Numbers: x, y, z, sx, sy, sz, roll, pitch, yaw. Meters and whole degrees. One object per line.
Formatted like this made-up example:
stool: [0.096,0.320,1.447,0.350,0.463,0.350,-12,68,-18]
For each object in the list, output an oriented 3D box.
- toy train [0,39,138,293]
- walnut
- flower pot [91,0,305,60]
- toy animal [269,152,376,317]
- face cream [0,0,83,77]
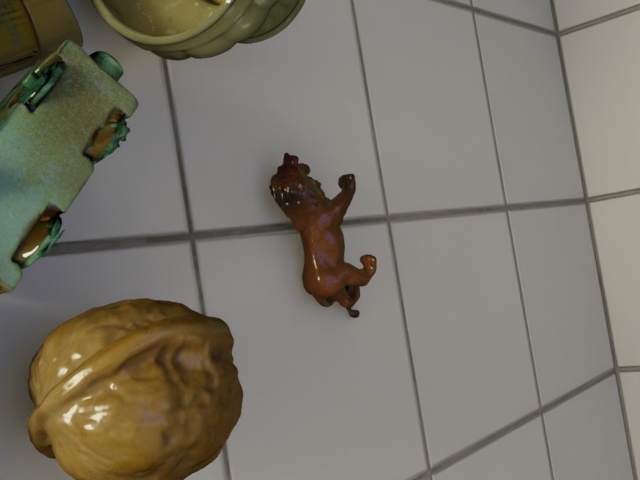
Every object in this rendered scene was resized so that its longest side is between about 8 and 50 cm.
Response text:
toy train: [-0.336,-0.086,0.890,0.129,0.159,0.326,43,56,-31]
walnut: [-0.217,0.179,0.915,0.257,0.257,0.224,-6,53,-49]
flower pot: [-0.152,-0.400,1.080,0.244,0.307,0.308,-17,94,-65]
toy animal: [0.000,0.000,1.314,0.157,0.097,0.313,-16,96,-37]
face cream: [-0.415,-0.250,0.901,0.285,0.067,0.139,-39,112,-45]
